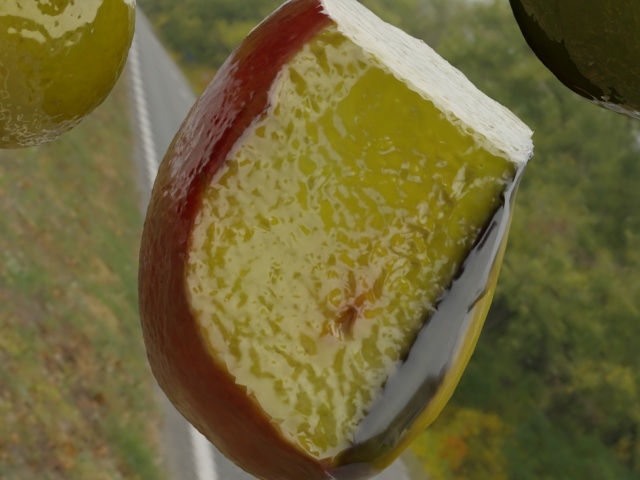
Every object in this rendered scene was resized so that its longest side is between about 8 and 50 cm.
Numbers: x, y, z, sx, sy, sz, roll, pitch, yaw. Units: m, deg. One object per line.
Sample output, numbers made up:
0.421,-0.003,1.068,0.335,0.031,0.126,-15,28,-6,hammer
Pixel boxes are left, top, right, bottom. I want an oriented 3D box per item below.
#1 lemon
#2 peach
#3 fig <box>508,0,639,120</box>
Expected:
-0.202,-0.147,0.923,0.178,0.178,0.203,53,-18,22,lemon
0.000,0.000,1.047,0.242,0.306,0.380,29,17,-2,peach
0.181,-0.157,0.689,0.207,0.207,0.230,-137,-145,-88,fig
